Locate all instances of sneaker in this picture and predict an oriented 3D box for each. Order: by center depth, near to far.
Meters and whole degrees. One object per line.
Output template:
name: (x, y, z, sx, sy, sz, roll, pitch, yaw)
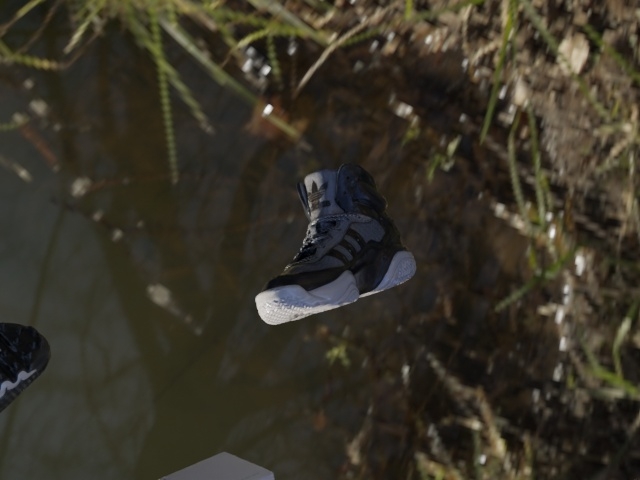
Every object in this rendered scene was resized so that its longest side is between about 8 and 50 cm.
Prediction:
sneaker: (-0.324, 0.153, 1.367, 0.078, 0.234, 0.106, 42, 153, 29)
sneaker: (0.000, 0.000, 1.856, 0.101, 0.268, 0.153, -20, 88, 35)

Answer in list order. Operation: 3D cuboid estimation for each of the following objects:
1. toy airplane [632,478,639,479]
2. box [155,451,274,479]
toy airplane: (0.503, 0.387, 1.786, 0.384, 0.272, 0.386, -7, 150, -11)
box: (-0.111, 0.295, 1.802, 0.102, 0.101, 0.087, 12, 115, 52)
